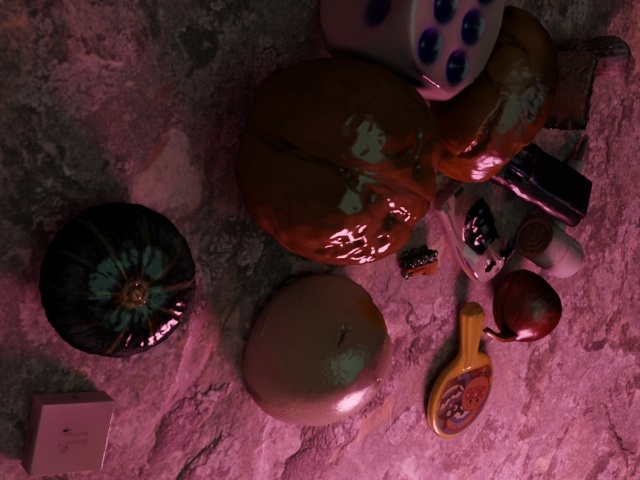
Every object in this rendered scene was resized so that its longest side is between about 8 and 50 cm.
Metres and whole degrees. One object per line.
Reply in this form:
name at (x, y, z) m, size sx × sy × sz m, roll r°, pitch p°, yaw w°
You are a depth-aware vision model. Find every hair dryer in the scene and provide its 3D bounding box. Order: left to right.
hair dryer at (0.613, -0.096, 2.155) m, size 0.173 × 0.107 × 0.358 m, roll 27°, pitch 82°, yaw -42°

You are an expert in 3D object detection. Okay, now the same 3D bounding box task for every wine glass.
wine glass at (-0.130, -0.071, 1.588) m, size 0.042 × 0.038 × 0.083 m, roll -38°, pitch 144°, yaw -78°

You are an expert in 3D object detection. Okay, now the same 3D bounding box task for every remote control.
remote control at (0.481, -0.161, 1.982) m, size 0.398 × 0.062 × 0.145 m, roll 24°, pitch 73°, yaw -31°

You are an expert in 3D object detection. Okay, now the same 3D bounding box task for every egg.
egg at (0.021, 0.240, 1.720) m, size 0.336 × 0.201 × 0.337 m, roll -13°, pitch 112°, yaw -33°

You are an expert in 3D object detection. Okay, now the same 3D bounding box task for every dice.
dice at (0.162, -0.415, 1.557) m, size 0.243 × 0.251 × 0.259 m, roll 19°, pitch 94°, yaw -41°

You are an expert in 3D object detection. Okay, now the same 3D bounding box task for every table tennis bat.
table tennis bat at (0.353, 0.319, 2.114) m, size 0.224 × 0.054 × 0.369 m, roll -14°, pitch 118°, yaw -36°

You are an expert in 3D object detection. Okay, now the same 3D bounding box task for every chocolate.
chocolate at (0.633, -0.423, 2.036) m, size 0.248 × 0.110 × 0.110 m, roll -16°, pitch 115°, yaw -29°

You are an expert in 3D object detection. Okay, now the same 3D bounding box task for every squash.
squash at (-0.323, 0.066, 1.397) m, size 0.252 × 0.165 × 0.252 m, roll -12°, pitch 111°, yaw -33°

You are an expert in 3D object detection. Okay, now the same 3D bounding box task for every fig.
fig at (0.477, 0.184, 2.086) m, size 0.207 × 0.175 × 0.175 m, roll -57°, pitch 132°, yaw -21°

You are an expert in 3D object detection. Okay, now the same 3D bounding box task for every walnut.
walnut at (0.038, -0.136, 1.517) m, size 0.397 × 0.308 × 0.354 m, roll 22°, pitch 104°, yaw -51°

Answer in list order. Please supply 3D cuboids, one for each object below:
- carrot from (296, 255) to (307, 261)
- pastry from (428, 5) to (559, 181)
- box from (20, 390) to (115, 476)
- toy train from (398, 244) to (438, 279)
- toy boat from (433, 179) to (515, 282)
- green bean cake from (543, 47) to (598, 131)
carrot at (0.000, 0.000, 1.725) m, size 0.142 × 0.035 × 0.035 m, roll -39°, pitch 127°, yaw -31°
pastry at (0.319, -0.281, 1.693) m, size 0.163 × 0.356 × 0.356 m, roll 23°, pitch 91°, yaw -19°
box at (-0.430, 0.326, 1.480) m, size 0.129 × 0.051 × 0.130 m, roll 5°, pitch 103°, yaw -40°
toy train at (0.216, 0.052, 1.913) m, size 0.103 × 0.044 × 0.064 m, roll -16°, pitch 126°, yaw -35°
toy boat at (0.359, -0.016, 1.947) m, size 0.141 × 0.140 × 0.269 m, roll -43°, pitch 114°, yaw -19°
green bean cake at (0.518, -0.340, 1.928) m, size 0.094 × 0.173 × 0.182 m, roll -55°, pitch 148°, yaw -68°
